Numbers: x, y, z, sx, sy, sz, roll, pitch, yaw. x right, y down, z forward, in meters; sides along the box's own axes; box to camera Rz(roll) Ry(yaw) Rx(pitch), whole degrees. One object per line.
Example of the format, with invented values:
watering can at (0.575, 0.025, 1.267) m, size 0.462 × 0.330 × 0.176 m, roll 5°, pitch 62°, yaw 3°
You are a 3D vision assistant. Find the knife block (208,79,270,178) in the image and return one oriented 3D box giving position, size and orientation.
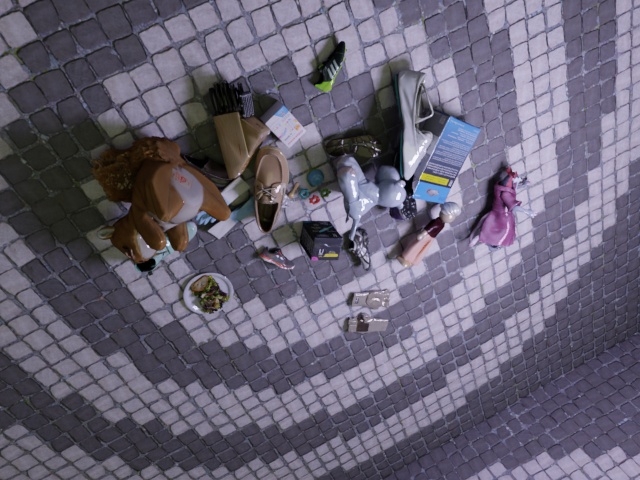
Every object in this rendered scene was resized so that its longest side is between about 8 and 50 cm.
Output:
knife block at (-0.306, -0.382, 1.570) m, size 0.242 × 0.088 × 0.275 m, roll 37°, pitch 117°, yaw 0°

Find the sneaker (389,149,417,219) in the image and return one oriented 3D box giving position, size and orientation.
sneaker at (0.308, -0.224, 1.908) m, size 0.107 × 0.124 × 0.283 m, roll -4°, pitch 93°, yaw -30°

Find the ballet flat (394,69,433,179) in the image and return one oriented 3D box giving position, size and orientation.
ballet flat at (0.350, -0.426, 1.725) m, size 0.139 × 0.139 × 0.400 m, roll -7°, pitch 99°, yaw -17°

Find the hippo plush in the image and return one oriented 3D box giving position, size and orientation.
hippo plush at (0.194, -0.201, 1.742) m, size 0.236 × 0.294 × 0.234 m, roll -10°, pitch 142°, yaw 7°

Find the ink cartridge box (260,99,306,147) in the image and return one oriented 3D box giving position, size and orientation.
ink cartridge box at (-0.125, -0.403, 1.651) m, size 0.092 × 0.090 × 0.143 m, roll -44°, pitch 122°, yaw 6°

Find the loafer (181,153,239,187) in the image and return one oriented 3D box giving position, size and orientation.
loafer at (-0.387, -0.246, 1.632) m, size 0.220 × 0.080 × 0.078 m, roll 8°, pitch 131°, yaw -24°

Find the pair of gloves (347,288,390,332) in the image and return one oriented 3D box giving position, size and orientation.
pair of gloves at (0.227, 0.336, 2.210) m, size 0.204 × 0.042 × 0.240 m, roll -3°, pitch 116°, yaw -15°

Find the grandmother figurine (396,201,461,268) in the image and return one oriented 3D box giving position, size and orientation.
grandmother figurine at (0.479, -0.030, 2.040) m, size 0.104 × 0.208 × 0.342 m, roll 41°, pitch 113°, yaw 8°

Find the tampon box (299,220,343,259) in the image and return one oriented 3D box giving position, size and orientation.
tampon box at (0.000, 0.000, 1.871) m, size 0.120 × 0.161 × 0.101 m, roll 1°, pitch 116°, yaw -20°

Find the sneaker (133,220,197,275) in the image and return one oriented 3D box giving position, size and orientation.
sneaker at (-0.553, 0.031, 1.686) m, size 0.256 × 0.151 × 0.094 m, roll -31°, pitch 122°, yaw -4°

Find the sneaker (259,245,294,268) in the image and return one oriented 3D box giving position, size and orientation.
sneaker at (-0.166, 0.068, 1.908) m, size 0.158 × 0.061 × 0.065 m, roll 22°, pitch 101°, yaw -29°

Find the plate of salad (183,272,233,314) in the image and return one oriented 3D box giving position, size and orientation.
plate of salad at (-0.449, 0.221, 1.888) m, size 0.200 × 0.048 × 0.200 m, roll -9°, pitch 119°, yaw -17°

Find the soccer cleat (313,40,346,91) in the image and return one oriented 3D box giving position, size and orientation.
soccer cleat at (0.034, -0.605, 1.622) m, size 0.072 × 0.060 × 0.179 m, roll 14°, pitch 114°, yaw -25°

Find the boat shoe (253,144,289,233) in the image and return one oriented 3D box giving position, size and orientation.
boat shoe at (-0.178, -0.173, 1.666) m, size 0.121 × 0.110 × 0.341 m, roll 6°, pitch 132°, yaw 1°

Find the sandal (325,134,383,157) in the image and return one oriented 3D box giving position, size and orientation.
sandal at (0.128, -0.360, 1.794) m, size 0.219 × 0.060 × 0.090 m, roll -5°, pitch 113°, yaw -2°

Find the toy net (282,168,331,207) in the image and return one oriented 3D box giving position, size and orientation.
toy net at (-0.080, -0.181, 1.817) m, size 0.232 × 0.045 × 0.122 m, roll -26°, pitch 125°, yaw -4°

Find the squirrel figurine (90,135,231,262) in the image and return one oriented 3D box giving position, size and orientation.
squirrel figurine at (-0.571, -0.127, 1.544) m, size 0.370 × 0.281 × 0.397 m, roll -34°, pitch 82°, yaw 30°

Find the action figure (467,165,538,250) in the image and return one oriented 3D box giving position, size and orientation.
action figure at (0.817, -0.158, 2.116) m, size 0.276 × 0.248 × 0.370 m, roll 3°, pitch 116°, yaw 15°

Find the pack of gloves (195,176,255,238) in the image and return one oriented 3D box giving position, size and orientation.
pack of gloves at (-0.329, -0.103, 1.717) m, size 0.232 × 0.046 × 0.195 m, roll -39°, pitch 148°, yaw 2°

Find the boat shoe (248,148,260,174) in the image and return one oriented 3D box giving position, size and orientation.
boat shoe at (-0.205, -0.271, 1.708) m, size 0.081 × 0.068 × 0.228 m, roll -19°, pitch 126°, yaw 27°

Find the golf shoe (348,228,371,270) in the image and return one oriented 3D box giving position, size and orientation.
golf shoe at (0.166, 0.044, 2.019) m, size 0.094 × 0.077 × 0.198 m, roll -12°, pitch 114°, yaw -2°

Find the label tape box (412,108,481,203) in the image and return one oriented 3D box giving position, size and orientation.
label tape box at (0.467, -0.327, 1.867) m, size 0.240 × 0.106 × 0.333 m, roll 4°, pitch 117°, yaw -44°
